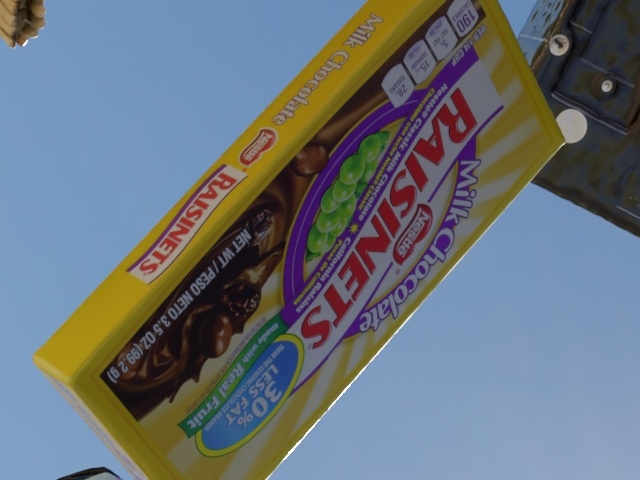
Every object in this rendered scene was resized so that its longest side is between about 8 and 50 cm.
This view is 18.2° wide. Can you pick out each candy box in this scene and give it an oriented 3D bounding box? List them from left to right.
[{"bbox_3d":[0.000,0.000,0.695,0.027,0.105,0.206,28,-111,41],"label":"candy box"}]

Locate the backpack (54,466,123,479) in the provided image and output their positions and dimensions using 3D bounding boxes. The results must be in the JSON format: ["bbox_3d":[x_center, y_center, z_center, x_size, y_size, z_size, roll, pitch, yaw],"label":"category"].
[{"bbox_3d":[-0.226,0.267,1.635,0.152,0.182,0.115,79,-12,-57],"label":"backpack"}]

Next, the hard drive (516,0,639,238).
[{"bbox_3d":[0.253,-0.145,1.036,0.339,0.237,0.064,-64,-166,5],"label":"hard drive"}]

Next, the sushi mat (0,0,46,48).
[{"bbox_3d":[-0.199,-0.229,1.029,0.316,0.019,0.151,44,-52,48],"label":"sushi mat"}]
